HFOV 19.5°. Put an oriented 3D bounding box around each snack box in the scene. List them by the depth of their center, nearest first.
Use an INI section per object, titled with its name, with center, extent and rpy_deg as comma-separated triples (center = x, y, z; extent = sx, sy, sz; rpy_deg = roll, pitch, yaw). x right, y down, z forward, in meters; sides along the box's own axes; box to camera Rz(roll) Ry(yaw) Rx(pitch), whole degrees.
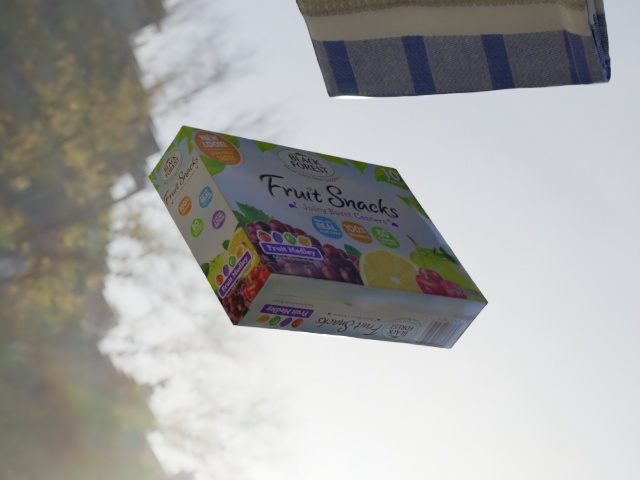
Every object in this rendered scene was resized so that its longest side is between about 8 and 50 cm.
[snack box]
center = 0.000, 0.000, 0.881
extent = 0.037, 0.141, 0.100
rpy_deg = -55, -131, 26

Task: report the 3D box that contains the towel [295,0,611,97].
[towel]
center = 0.070, -0.193, 1.178
extent = 0.285, 0.209, 0.034
rpy_deg = 71, 22, -48
